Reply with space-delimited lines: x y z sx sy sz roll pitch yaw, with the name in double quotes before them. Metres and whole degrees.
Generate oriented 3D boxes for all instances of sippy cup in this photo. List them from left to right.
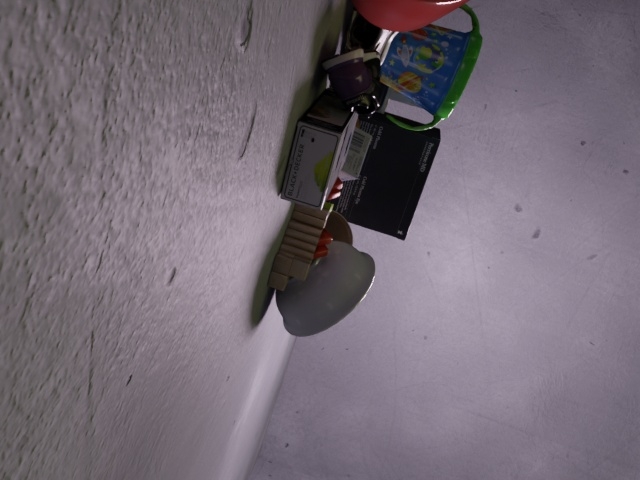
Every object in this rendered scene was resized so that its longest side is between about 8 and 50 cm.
"sippy cup" 0.268 -0.461 1.630 0.240 0.224 0.305 115 -4 -69

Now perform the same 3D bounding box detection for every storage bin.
"storage bin" 0.127 -0.425 1.764 0.135 0.091 0.098 -143 -109 -74

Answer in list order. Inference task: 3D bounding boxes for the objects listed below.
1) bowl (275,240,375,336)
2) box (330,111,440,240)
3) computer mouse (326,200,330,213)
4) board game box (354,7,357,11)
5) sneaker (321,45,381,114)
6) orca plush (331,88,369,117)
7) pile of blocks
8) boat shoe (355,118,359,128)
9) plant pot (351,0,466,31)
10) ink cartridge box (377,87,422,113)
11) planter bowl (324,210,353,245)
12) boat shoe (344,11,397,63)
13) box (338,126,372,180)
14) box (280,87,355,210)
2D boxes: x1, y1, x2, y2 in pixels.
"bowl" -0.014 0.096 1.635 0.298 0.134 0.298 -31 -154 18
"box" 0.174 -0.221 1.970 0.179 0.313 0.343 -63 171 -67
"computer mouse" 0.009 -0.142 1.818 0.041 0.071 0.242 88 17 -56
"board game box" 0.134 -0.660 1.417 0.145 0.027 0.281 -68 175 -68
"sneaker" 0.075 -0.317 1.291 0.283 0.107 0.124 -43 114 -69
"orca plush" 0.083 -0.350 1.583 0.287 0.102 0.151 70 38 -84
"pile of blocks" -0.019 -0.027 1.572 0.149 0.113 0.362 98 11 -70
"boat shoe" 0.047 -0.269 1.808 0.073 0.073 0.207 15 -98 53
"plant pot" 0.152 -0.470 1.004 0.243 0.275 0.275 175 -66 -83
"ink cartridge box" 0.223 -0.478 1.997 0.275 0.239 0.060 -67 174 -54
"planter bowl" 0.000 0.000 1.858 0.109 0.162 0.162 -27 -142 55
"boat shoe" 0.109 -0.460 1.382 0.305 0.091 0.109 -40 -113 62
"box" 0.060 -0.231 1.681 0.137 0.072 0.126 5 -105 64
"box" 0.007 -0.198 1.307 0.290 0.087 0.169 -65 172 -63
